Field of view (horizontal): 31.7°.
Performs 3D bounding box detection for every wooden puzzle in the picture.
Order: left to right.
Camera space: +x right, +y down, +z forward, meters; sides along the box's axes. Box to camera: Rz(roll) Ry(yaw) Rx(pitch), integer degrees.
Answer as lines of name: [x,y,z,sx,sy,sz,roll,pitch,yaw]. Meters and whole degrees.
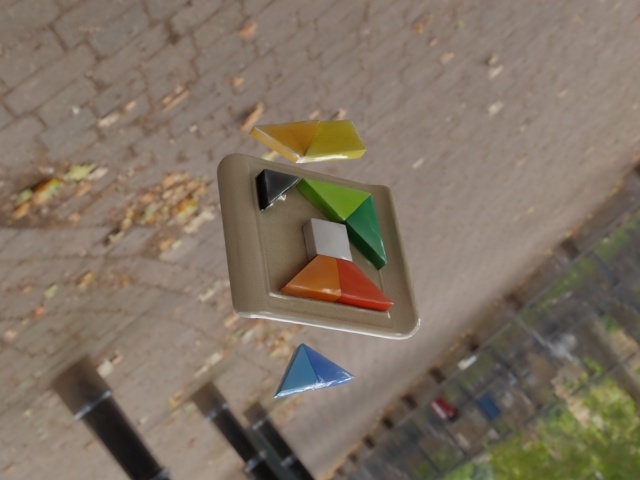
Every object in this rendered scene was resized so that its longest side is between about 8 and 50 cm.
wooden puzzle: [0.000,0.000,0.408,0.079,0.116,0.014,2,148,-32]
